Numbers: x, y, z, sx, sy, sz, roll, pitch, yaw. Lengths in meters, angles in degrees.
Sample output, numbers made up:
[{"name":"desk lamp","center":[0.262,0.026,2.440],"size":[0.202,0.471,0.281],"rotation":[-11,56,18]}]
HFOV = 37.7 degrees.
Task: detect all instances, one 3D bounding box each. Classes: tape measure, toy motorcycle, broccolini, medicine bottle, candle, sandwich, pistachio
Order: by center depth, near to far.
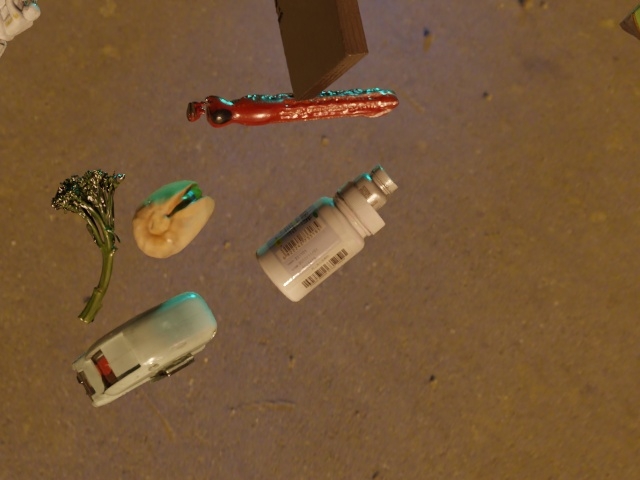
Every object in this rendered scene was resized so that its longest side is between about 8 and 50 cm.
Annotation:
[{"name":"candle","center":[-0.034,-0.200,1.416],"size":[0.329,0.048,0.051],"rotation":[-6,62,-18]},{"name":"medicine bottle","center":[0.000,0.000,1.435],"size":[0.187,0.103,0.102],"rotation":[-40,65,3]},{"name":"broccolini","center":[-0.407,0.008,1.610],"size":[0.123,0.062,0.271],"rotation":[7,87,-26]},{"name":"tape measure","center":[-0.323,0.208,1.767],"size":[0.243,0.246,0.125],"rotation":[-29,87,-28]},{"name":"pistachio","center":[-0.284,-0.042,1.780],"size":[0.117,0.145,0.200],"rotation":[37,32,-2]},{"name":"toy motorcycle","center":[-0.624,-0.456,1.854],"size":[0.151,0.074,0.228],"rotation":[28,94,14]},{"name":"sandwich","center":[0.631,-0.464,1.870],"size":[0.074,0.116,0.074],"rotation":[-46,55,8]},{"name":"medicine bottle","center":[0.084,-0.086,1.893],"size":[0.140,0.079,0.079],"rotation":[-40,64,8]}]

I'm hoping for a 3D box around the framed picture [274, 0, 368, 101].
[{"name":"framed picture","center":[-0.005,-0.218,0.917],"size":[0.023,0.168,0.127],"rotation":[-11,87,-19]}]
